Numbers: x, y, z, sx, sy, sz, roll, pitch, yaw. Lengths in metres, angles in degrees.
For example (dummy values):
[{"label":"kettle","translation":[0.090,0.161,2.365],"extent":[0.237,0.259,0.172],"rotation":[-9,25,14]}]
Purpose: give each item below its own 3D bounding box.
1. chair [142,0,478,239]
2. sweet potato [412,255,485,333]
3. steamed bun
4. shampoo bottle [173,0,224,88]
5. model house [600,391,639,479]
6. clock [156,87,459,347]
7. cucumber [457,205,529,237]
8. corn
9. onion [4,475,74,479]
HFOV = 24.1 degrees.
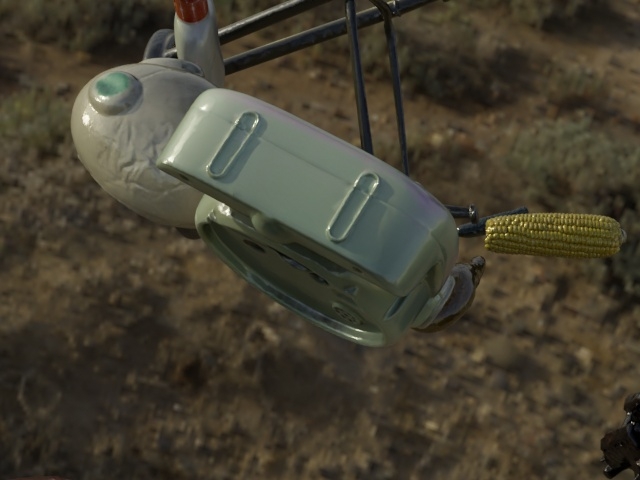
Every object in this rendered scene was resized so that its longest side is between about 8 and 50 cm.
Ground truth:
[{"label":"chair","translation":[-0.018,-0.173,2.113],"extent":[0.410,0.365,0.362],"rotation":[-8,0,12]},{"label":"sweet potato","translation":[0.183,0.060,1.978],"extent":[0.059,0.069,0.249],"rotation":[37,32,7]},{"label":"steamed bun","translation":[-0.168,-0.119,1.641],"extent":[0.228,0.131,0.177],"rotation":[37,39,26]},{"label":"shampoo bottle","translation":[-0.155,-0.256,1.890],"extent":[0.051,0.221,0.108],"rotation":[3,62,4]},{"label":"model house","translation":[0.476,0.355,1.864],"extent":[0.317,0.283,0.297],"rotation":[26,-15,14]},{"label":"clock","translation":[0.000,0.000,1.406],"extent":[0.265,0.324,0.109],"rotation":[27,75,17]},{"label":"cucumber","translation":[0.290,-0.027,2.547],"extent":[0.133,0.032,0.032],"rotation":[-16,36,-7]},{"label":"corn","translation":[0.337,-0.007,2.156],"extent":[0.206,0.067,0.067],"rotation":[1,30,-2]},{"label":"onion","translation":[-0.207,0.383,1.321],"extent":[0.260,0.337,0.282],"rotation":[9,10,1]}]
